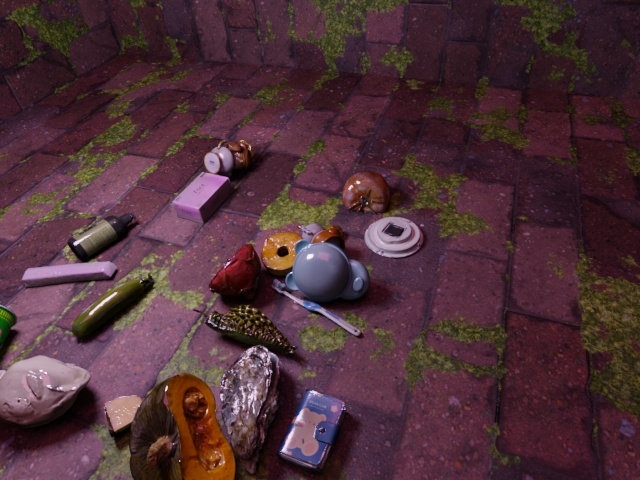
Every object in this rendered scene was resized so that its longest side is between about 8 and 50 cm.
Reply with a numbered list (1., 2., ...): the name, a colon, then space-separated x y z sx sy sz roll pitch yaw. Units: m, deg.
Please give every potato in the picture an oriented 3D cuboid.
1. potato: -0.563 0.506 1.294 0.103 0.066 0.096 -16 59 -19

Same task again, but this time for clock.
1. clock: 0.296 -0.028 1.794 0.237 0.053 0.236 -2 43 2

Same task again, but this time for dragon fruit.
1. dragon fruit: -0.276 0.132 1.602 0.148 0.218 0.224 40 13 2

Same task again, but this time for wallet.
1. wallet: -0.018 0.526 1.230 0.141 0.059 0.202 9 43 23

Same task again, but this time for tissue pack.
1. tissue pack: -0.528 -0.198 2.017 0.149 0.092 0.246 14 46 18

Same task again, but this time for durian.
1. durian: -0.239 0.280 1.462 0.375 0.132 0.106 18 60 15

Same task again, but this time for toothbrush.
1. toothbrush: -0.022 0.238 1.559 0.386 0.040 0.040 28 52 26

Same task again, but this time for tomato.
1. tomato: 0.199 -0.223 1.942 0.214 0.155 0.180 2 40 9

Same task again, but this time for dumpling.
1. dumpling: -0.843 0.446 1.346 0.318 0.187 0.243 1 3 -5

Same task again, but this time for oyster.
1. oyster: -0.197 0.466 1.265 0.162 0.158 0.350 -35 42 31

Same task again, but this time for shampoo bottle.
1. shampoo bottle: -0.905 -0.035 1.871 0.101 0.101 0.284 28 52 30

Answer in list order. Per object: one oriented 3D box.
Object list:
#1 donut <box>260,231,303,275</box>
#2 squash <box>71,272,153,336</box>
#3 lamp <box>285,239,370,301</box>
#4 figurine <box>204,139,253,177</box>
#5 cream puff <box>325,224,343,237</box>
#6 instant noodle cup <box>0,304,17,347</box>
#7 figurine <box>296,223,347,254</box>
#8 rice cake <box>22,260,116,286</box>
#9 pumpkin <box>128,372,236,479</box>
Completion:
1. donut: -0.142 0.058 1.726 0.174 0.074 0.190 -4 49 0
2. squash: -0.741 0.221 1.599 0.087 0.087 0.331 26 49 29
3. lamp: 0.032 0.118 1.566 0.284 0.209 0.147 15 11 -11
4. figurine: -0.432 -0.398 2.155 0.142 0.189 0.263 26 31 24
5. cream puff: 0.056 -0.030 1.811 0.083 0.058 0.083 30 52 29
6. instant noodle cup: -1.133 0.344 1.443 0.207 0.207 0.232 -8 52 -3
7. figurine: -0.004 0.009 1.732 0.271 0.143 0.143 17 46 40
8. rice cake: -0.987 0.128 1.739 0.365 0.056 0.072 -5 41 -1
9. pumpkin: -0.380 0.529 1.114 0.232 0.242 0.324 -33 64 14
